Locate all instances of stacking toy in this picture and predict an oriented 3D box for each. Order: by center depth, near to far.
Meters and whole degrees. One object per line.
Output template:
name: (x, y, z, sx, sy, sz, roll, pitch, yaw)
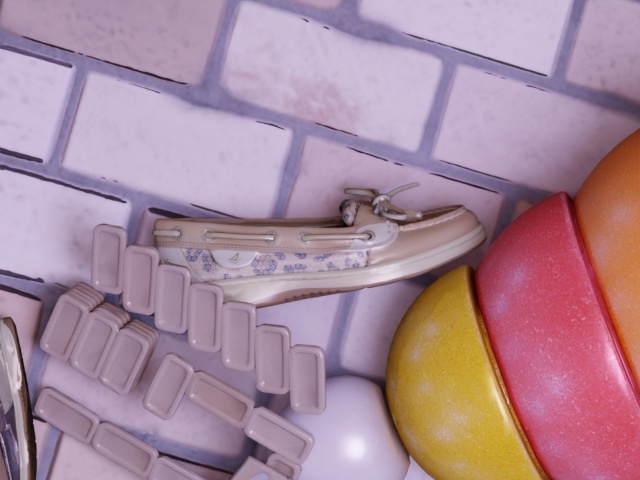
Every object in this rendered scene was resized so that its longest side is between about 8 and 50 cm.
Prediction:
stacking toy: (0.180, 0.111, 1.661, 0.479, 0.350, 0.351, -22, 92, 13)

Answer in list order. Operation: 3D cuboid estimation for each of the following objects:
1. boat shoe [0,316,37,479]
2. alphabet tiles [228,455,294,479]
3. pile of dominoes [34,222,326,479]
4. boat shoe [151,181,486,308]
boat shoe: (-0.271, 0.143, 1.679, 0.049, 0.056, 0.152, -8, 81, -3)
alphabet tiles: (-0.019, 0.307, 1.683, 0.237, 0.009, 0.198, 31, 110, -18)
pile of dominoes: (-0.112, 0.115, 1.659, 0.251, 0.040, 0.196, 30, 114, 8)
boat shoe: (0.000, 0.000, 1.690, 0.285, 0.104, 0.089, -11, 94, -7)
